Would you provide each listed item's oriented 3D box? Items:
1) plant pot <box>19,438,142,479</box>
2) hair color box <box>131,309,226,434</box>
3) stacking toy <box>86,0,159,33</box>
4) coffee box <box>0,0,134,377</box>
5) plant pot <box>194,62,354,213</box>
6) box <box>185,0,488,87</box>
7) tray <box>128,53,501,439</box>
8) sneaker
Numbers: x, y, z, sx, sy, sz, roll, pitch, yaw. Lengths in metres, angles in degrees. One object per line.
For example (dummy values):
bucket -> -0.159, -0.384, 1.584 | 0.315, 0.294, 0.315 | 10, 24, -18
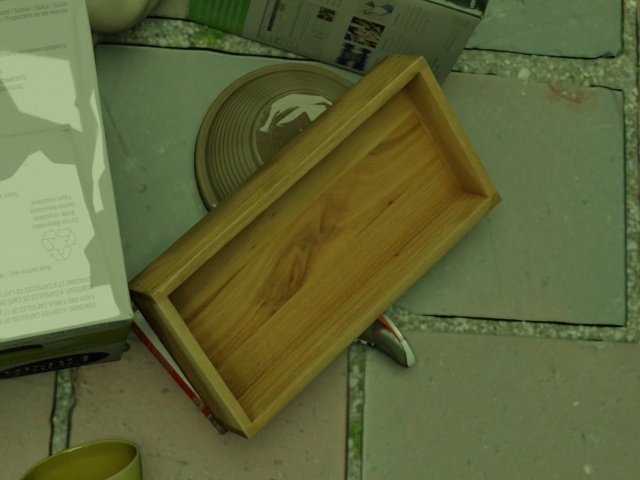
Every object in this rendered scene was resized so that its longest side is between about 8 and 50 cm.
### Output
plant pot -> -0.247, 0.286, 1.797 | 0.134, 0.134, 0.095 | -19, 106, -12
hair color box -> -0.129, 0.125, 1.880 | 0.093, 0.053, 0.167 | -39, 84, -16
stacking toy -> -0.397, -0.444, 1.890 | 0.479, 0.350, 0.351 | 13, 75, 14
coffee box -> -0.390, -0.027, 1.731 | 0.337, 0.334, 0.338 | -9, 80, -11
plant pot -> -0.026, -0.101, 1.919 | 0.237, 0.110, 0.237 | 2, 76, -7
box -> 0.013, -0.275, 1.901 | 0.322, 0.232, 0.059 | 16, 71, -5
tray -> 0.000, 0.000, 1.814 | 0.411, 0.076, 0.203 | -42, 117, -21
sneaker -> 0.043, 0.098, 1.916 | 0.065, 0.061, 0.158 | -45, 78, -2
